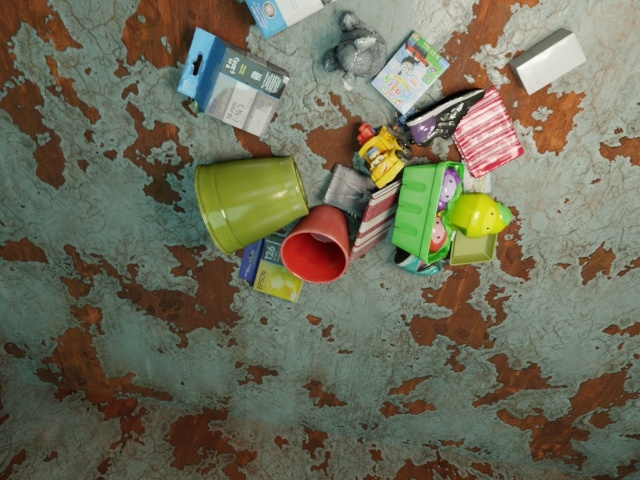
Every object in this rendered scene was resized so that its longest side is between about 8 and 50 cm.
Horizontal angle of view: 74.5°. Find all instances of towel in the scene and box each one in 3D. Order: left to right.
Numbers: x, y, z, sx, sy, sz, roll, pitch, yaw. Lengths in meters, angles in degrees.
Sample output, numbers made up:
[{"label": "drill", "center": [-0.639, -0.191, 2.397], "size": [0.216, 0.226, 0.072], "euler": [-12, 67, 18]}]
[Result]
[{"label": "towel", "center": [0.221, -0.083, 1.642], "size": [0.037, 0.237, 0.329], "euler": [38, 137, 23]}, {"label": "towel", "center": [0.588, -0.379, 1.513], "size": [0.198, 0.031, 0.275], "euler": [-27, 109, 19]}]

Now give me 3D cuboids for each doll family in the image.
[{"label": "doll family", "center": [0.340, -0.407, 1.527], "size": [0.193, 0.076, 0.111], "euler": [42, 123, -13]}]

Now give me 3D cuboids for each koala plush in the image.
[{"label": "koala plush", "center": [0.118, -0.591, 1.343], "size": [0.203, 0.221, 0.196], "euler": [23, 122, -8]}]

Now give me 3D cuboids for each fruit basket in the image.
[{"label": "fruit basket", "center": [0.482, -0.097, 1.524], "size": [0.392, 0.283, 0.392], "euler": [5, 99, 34]}]

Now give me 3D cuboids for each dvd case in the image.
[{"label": "dvd case", "center": [0.138, -0.194, 1.684], "size": [0.221, 0.018, 0.165], "euler": [20, 99, -5]}]

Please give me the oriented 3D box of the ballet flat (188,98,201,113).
[{"label": "ballet flat", "center": [-0.438, -0.543, 1.551], "size": [0.052, 0.057, 0.168], "euler": [41, 119, -7]}]

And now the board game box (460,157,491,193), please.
[{"label": "board game box", "center": [0.599, -0.250, 1.617], "size": [0.103, 0.026, 0.154], "euler": [-8, 121, 12]}]

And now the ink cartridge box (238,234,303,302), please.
[{"label": "ink cartridge box", "center": [-0.214, 0.121, 1.945], "size": [0.307, 0.072, 0.304], "euler": [16, 124, -5]}]

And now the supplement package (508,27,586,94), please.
[{"label": "supplement package", "center": [0.720, -0.572, 1.345], "size": [0.179, 0.105, 0.105], "euler": [-30, 114, 25]}]

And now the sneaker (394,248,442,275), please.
[{"label": "sneaker", "center": [0.475, 0.044, 1.771], "size": [0.295, 0.124, 0.178], "euler": [-42, 119, 18]}]

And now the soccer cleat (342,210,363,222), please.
[{"label": "soccer cleat", "center": [0.139, -0.122, 1.749], "size": [0.072, 0.060, 0.179], "euler": [-34, 107, 36]}]

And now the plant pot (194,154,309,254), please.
[{"label": "plant pot", "center": [-0.239, -0.165, 1.622], "size": [0.353, 0.366, 0.366], "euler": [-16, 120, 3]}]

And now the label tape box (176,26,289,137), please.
[{"label": "label tape box", "center": [-0.309, -0.538, 1.462], "size": [0.333, 0.106, 0.241], "euler": [19, 122, -20]}]

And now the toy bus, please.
[{"label": "toy bus", "center": [0.208, -0.323, 1.515], "size": [0.211, 0.220, 0.149], "euler": [41, 124, -11]}]

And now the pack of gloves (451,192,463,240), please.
[{"label": "pack of gloves", "center": [0.446, -0.129, 1.674], "size": [0.232, 0.046, 0.195], "euler": [20, 106, 13]}]

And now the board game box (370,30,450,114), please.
[{"label": "board game box", "center": [0.300, -0.558, 1.416], "size": [0.160, 0.039, 0.211], "euler": [43, 115, -1]}]

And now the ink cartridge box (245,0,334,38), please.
[{"label": "ink cartridge box", "center": [-0.053, -0.835, 1.240], "size": [0.394, 0.166, 0.285], "euler": [-19, 119, 20]}]

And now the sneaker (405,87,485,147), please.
[{"label": "sneaker", "center": [0.439, -0.420, 1.451], "size": [0.283, 0.107, 0.124], "euler": [-26, 110, 3]}]

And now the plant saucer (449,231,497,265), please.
[{"label": "plant saucer", "center": [0.632, 0.008, 1.755], "size": [0.188, 0.045, 0.188], "euler": [-6, 122, -2]}]

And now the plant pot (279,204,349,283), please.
[{"label": "plant pot", "center": [0.000, 0.000, 1.716], "size": [0.274, 0.243, 0.275], "euler": [8, 128, 11]}]
